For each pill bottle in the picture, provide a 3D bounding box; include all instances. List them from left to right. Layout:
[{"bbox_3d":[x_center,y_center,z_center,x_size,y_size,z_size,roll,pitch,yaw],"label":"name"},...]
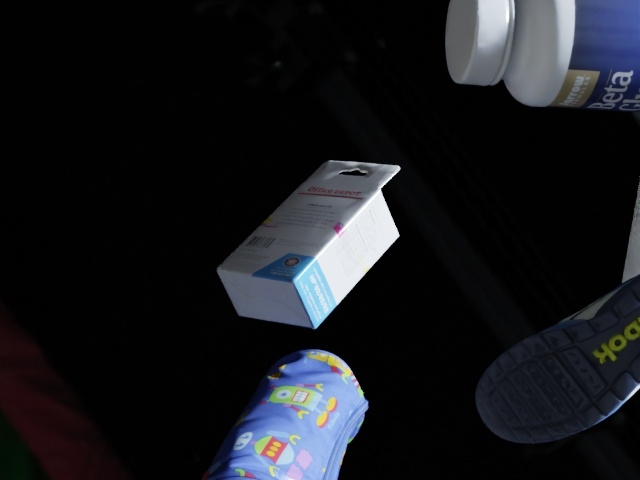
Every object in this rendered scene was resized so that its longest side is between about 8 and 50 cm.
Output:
[{"bbox_3d":[0.170,-0.130,0.831,0.094,0.169,0.094,-178,-90,-80],"label":"pill bottle"}]

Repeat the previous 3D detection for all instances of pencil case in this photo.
[{"bbox_3d":[-0.034,0.218,1.296,0.133,0.306,0.119,1,-70,13],"label":"pencil case"}]

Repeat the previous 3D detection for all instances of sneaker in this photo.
[{"bbox_3d":[0.143,0.053,0.643,0.144,0.059,0.053,-33,-100,9],"label":"sneaker"}]

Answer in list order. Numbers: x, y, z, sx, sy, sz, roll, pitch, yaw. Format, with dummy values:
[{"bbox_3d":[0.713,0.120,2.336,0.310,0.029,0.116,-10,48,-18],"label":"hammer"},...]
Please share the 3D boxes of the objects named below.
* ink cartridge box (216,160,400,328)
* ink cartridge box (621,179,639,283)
[{"bbox_3d":[0.000,0.000,1.256,0.104,0.181,0.061,8,-47,42],"label":"ink cartridge box"},{"bbox_3d":[0.253,-0.050,0.701,0.082,0.140,0.190,-135,-135,-61],"label":"ink cartridge box"}]
